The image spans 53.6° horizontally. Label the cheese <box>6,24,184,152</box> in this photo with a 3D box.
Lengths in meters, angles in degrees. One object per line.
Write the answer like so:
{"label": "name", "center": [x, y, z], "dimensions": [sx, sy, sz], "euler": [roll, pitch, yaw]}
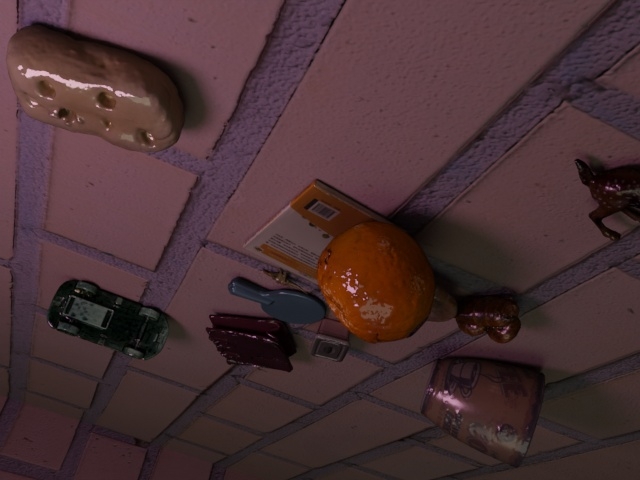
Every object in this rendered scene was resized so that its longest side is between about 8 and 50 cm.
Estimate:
{"label": "cheese", "center": [-0.340, -0.220, 0.975], "dimensions": [0.263, 0.093, 0.159], "euler": [15, 148, -2]}

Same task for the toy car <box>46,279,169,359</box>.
{"label": "toy car", "center": [-0.562, 0.217, 1.686], "dimensions": [0.306, 0.136, 0.125], "euler": [24, 159, -17]}

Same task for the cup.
{"label": "cup", "center": [0.389, 0.385, 1.550], "dimensions": [0.257, 0.227, 0.301], "euler": [19, 179, 16]}

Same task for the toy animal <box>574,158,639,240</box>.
{"label": "toy animal", "center": [0.490, -0.078, 0.880], "dimensions": [0.243, 0.087, 0.260], "euler": [-7, 145, 27]}

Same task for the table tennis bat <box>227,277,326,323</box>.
{"label": "table tennis bat", "center": [-0.102, 0.144, 1.485], "dimensions": [0.244, 0.040, 0.153], "euler": [23, 146, -20]}

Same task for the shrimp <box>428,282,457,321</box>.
{"label": "shrimp", "center": [0.178, 0.098, 1.291], "dimensions": [0.219, 0.046, 0.152], "euler": [42, 148, -22]}

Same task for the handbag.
{"label": "handbag", "center": [-0.180, 0.267, 1.668], "dimensions": [0.216, 0.074, 0.203], "euler": [5, 146, 17]}

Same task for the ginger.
{"label": "ginger", "center": [0.341, 0.158, 1.308], "dimensions": [0.162, 0.073, 0.103], "euler": [1, 131, 41]}

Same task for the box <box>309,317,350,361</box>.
{"label": "box", "center": [0.027, 0.245, 1.563], "dimensions": [0.089, 0.062, 0.122], "euler": [15, 146, -1]}

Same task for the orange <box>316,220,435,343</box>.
{"label": "orange", "center": [0.099, 0.072, 1.109], "dimensions": [0.219, 0.193, 0.219], "euler": [35, 167, 9]}

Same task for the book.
{"label": "book", "center": [0.000, 0.000, 1.242], "dimensions": [0.208, 0.020, 0.295], "euler": [28, 145, -21]}

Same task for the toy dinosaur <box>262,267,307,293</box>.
{"label": "toy dinosaur", "center": [-0.077, 0.086, 1.394], "dimensions": [0.113, 0.026, 0.041], "euler": [23, 154, 3]}
